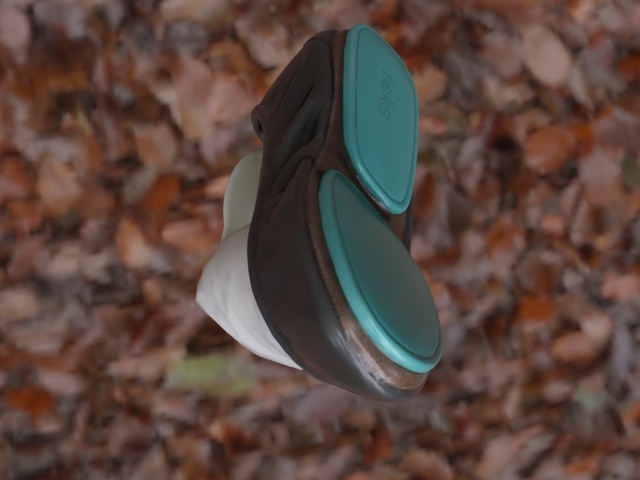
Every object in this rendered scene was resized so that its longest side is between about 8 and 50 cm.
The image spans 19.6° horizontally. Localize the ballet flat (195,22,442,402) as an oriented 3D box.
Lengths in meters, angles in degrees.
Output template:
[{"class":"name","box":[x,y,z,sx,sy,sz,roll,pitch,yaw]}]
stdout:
[{"class":"ballet flat","box":[0.000,0.000,0.831,0.096,0.280,0.095,-34,113,20]}]
